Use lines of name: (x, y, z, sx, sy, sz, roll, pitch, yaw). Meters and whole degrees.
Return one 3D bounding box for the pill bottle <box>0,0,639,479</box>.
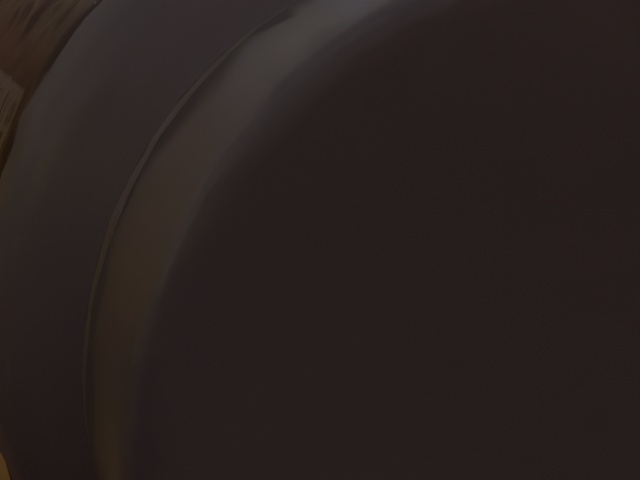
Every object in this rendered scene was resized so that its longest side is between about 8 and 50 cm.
pill bottle: (0.000, 0.000, 0.516, 0.224, 0.224, 0.392, 12, 7, -19)
